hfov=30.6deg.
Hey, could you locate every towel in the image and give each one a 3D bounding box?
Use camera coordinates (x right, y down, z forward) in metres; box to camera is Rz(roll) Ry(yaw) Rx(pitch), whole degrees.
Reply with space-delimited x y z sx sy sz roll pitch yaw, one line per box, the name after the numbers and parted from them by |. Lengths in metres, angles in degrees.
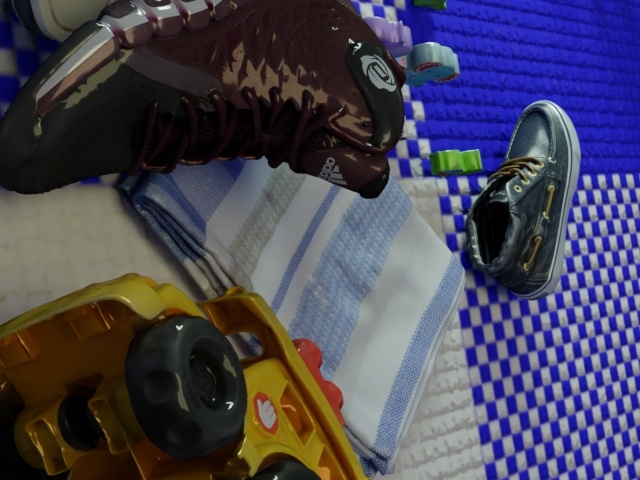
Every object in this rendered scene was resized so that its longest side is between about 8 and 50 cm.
0.000 0.000 0.805 0.285 0.034 0.209 52 46 -27 | towel

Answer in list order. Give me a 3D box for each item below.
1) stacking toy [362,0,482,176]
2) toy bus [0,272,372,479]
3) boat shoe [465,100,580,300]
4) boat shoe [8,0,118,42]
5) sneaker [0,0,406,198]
0.064 -0.142 0.874 0.221 0.052 0.167 9 71 -59 | stacking toy
-0.062 0.099 0.637 0.220 0.149 0.211 62 30 -14 | toy bus
0.171 -0.047 0.987 0.083 0.065 0.183 27 62 -44 | boat shoe
-0.160 -0.236 0.641 0.095 0.079 0.254 -23 112 -63 | boat shoe
-0.040 -0.070 0.669 0.162 0.106 0.281 47 51 4 | sneaker
